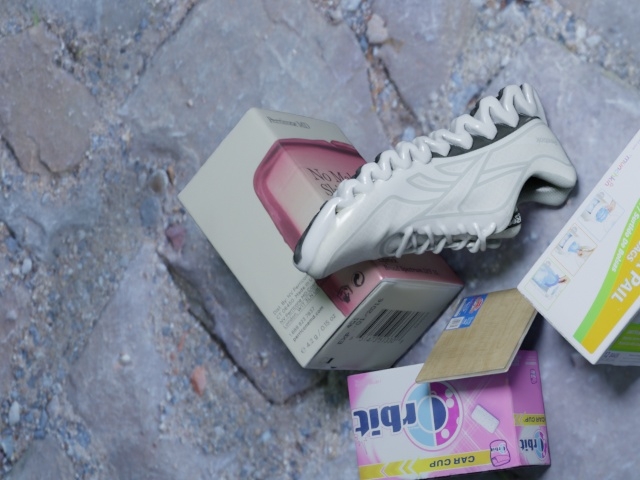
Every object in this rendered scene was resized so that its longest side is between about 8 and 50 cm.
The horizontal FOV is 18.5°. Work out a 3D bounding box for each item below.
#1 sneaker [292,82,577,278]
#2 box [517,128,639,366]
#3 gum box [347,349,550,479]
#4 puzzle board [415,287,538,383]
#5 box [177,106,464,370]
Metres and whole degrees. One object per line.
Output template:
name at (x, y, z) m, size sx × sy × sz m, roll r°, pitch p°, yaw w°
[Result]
sneaker at (0.108, -0.034, 1.755) m, size 0.118 × 0.292 × 0.110 m, roll 56°, pitch 156°, yaw 11°
box at (0.287, 0.001, 1.702) m, size 0.103 × 0.114 × 0.203 m, roll 47°, pitch 111°, yaw 28°
gum box at (0.115, 0.168, 1.842) m, size 0.188 × 0.062 × 0.107 m, roll -12°, pitch 79°, yaw 34°
puzzle board at (0.151, 0.086, 1.801) m, size 0.096 × 0.128 × 0.011 m, roll -12°, pitch 119°, yaw 35°
box at (0.000, 0.000, 1.884) m, size 0.127 × 0.148 × 0.232 m, roll -49°, pitch 62°, yaw 22°
